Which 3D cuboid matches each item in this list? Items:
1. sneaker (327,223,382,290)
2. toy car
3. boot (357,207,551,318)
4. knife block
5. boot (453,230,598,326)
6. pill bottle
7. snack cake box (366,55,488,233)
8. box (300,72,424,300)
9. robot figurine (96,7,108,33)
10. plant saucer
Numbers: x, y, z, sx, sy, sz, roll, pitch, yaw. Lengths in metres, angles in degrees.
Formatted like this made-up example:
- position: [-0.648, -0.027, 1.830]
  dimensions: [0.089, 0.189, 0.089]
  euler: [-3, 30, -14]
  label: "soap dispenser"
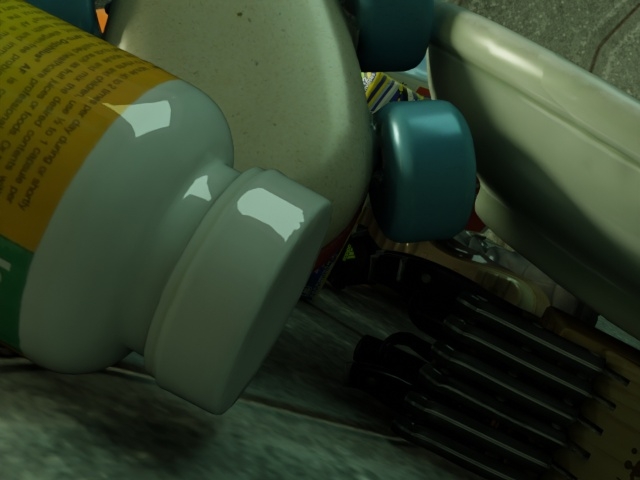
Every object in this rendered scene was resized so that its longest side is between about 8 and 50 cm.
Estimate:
- position: [0.000, 0.000, 0.797]
  dimensions: [0.075, 0.063, 0.170]
  euler: [24, 0, 36]
  label: "sneaker"
- position: [-0.055, -0.041, 0.577]
  dimensions: [0.219, 0.210, 0.238]
  euler: [-5, -25, -11]
  label: "toy car"
- position: [0.116, 0.041, 0.967]
  dimensions: [0.248, 0.090, 0.207]
  euler: [29, -5, 26]
  label: "boot"
- position: [0.149, 0.096, 0.550]
  dimensions: [0.276, 0.088, 0.242]
  euler: [21, 10, -40]
  label: "knife block"
- position: [0.222, 0.046, 1.174]
  dimensions: [0.223, 0.118, 0.338]
  euler: [25, -4, 11]
  label: "boot"
- position: [-0.106, -0.023, 0.364]
  dimensions: [0.208, 0.117, 0.117]
  euler: [28, 7, 7]
  label: "pill bottle"
- position: [0.063, -0.105, 0.817]
  dimensions: [0.264, 0.152, 0.089]
  euler: [13, 46, -25]
  label: "snack cake box"
- position: [0.001, -0.044, 0.693]
  dimensions: [0.054, 0.169, 0.059]
  euler: [34, 10, 39]
  label: "box"
- position: [-0.163, -0.130, 0.895]
  dimensions: [0.219, 0.158, 0.128]
  euler: [19, 52, -44]
  label: "robot figurine"
- position: [0.209, -0.002, 0.605]
  dimensions: [0.400, 0.100, 0.400]
  euler: [32, 11, -7]
  label: "plant saucer"
